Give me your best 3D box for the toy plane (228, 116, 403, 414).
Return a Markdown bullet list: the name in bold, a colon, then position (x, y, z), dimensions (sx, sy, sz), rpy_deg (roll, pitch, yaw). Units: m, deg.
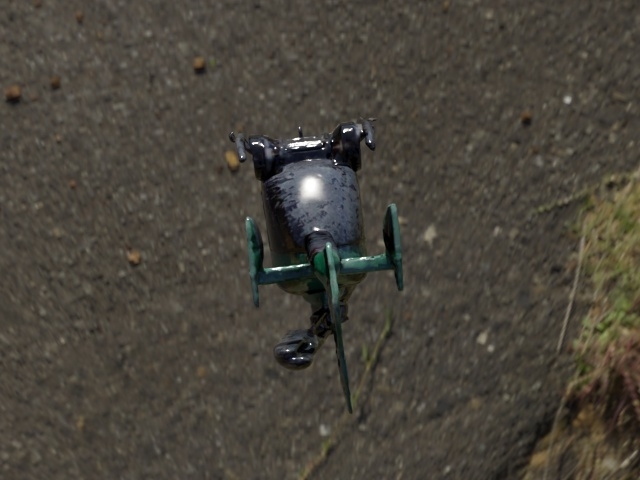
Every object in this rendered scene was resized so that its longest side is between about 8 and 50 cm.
- **toy plane**: position (0.000, 0.000, 0.937), dimensions (0.106, 0.381, 0.155), rpy_deg (-8, 98, -3)
